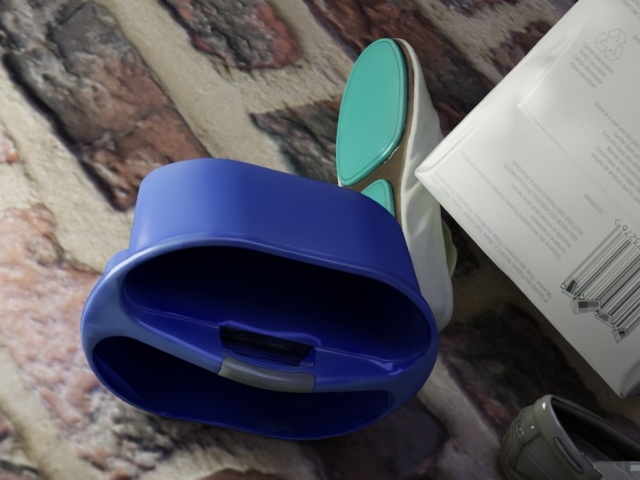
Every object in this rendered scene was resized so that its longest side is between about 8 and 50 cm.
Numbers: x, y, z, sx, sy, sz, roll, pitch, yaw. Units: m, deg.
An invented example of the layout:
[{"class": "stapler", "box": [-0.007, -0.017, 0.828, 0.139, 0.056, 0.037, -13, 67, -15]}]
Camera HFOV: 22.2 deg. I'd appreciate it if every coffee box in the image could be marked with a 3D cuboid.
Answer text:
[{"class": "coffee box", "box": [0.384, -0.069, 1.789, 0.337, 0.338, 0.334, 50, 21, 19]}]

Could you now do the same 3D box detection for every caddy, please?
[{"class": "caddy", "box": [-0.057, 0.073, 1.548, 0.341, 0.241, 0.179, 13, 39, -18]}]

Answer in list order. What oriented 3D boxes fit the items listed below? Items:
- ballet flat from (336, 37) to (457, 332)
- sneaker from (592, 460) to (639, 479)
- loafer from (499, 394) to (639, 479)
[{"class": "ballet flat", "box": [0.093, -0.054, 1.854, 0.139, 0.139, 0.400, 16, 48, -17]}, {"class": "sneaker", "box": [0.287, 0.325, 1.603, 0.132, 0.086, 0.229, 4, 80, 11]}, {"class": "loafer", "box": [0.338, 0.268, 1.679, 0.319, 0.111, 0.112, 29, 42, -2]}]
